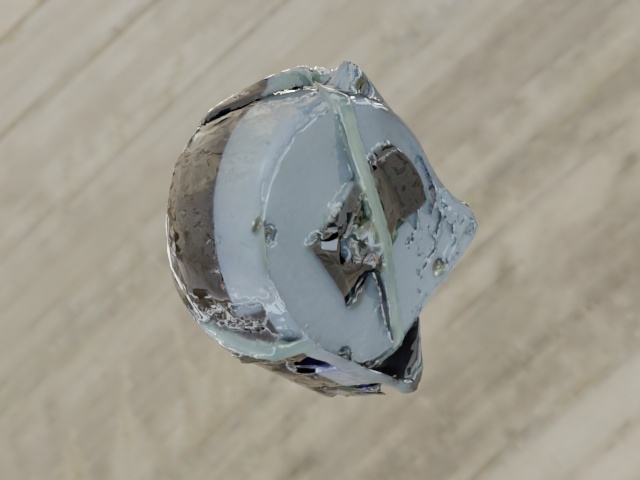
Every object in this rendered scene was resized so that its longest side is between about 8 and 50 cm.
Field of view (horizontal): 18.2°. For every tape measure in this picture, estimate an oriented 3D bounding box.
[{"bbox_3d":[-0.001,0.000,0.585,0.054,0.094,0.091,2,-120,42],"label":"tape measure"}]
